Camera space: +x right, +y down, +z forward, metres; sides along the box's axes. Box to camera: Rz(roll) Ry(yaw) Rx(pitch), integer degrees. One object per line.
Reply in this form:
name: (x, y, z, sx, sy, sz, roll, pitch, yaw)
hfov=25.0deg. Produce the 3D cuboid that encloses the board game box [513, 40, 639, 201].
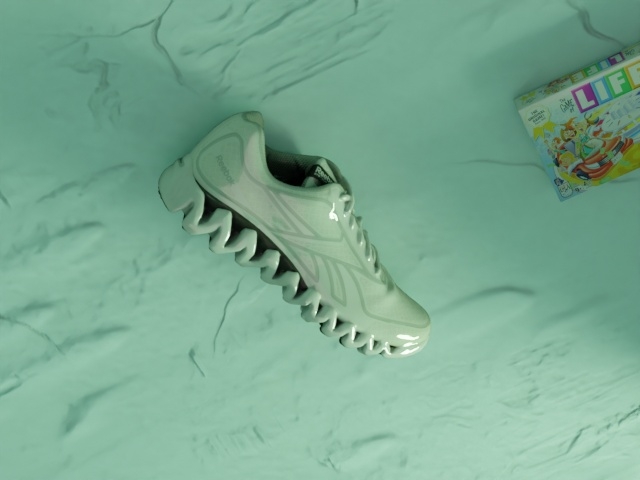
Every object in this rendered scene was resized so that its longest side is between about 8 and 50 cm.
board game box: (0.261, -0.110, 1.266, 0.154, 0.026, 0.103, -25, 118, 11)

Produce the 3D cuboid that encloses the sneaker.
sneaker: (0.000, 0.000, 1.280, 0.292, 0.110, 0.118, 37, 103, -22)
